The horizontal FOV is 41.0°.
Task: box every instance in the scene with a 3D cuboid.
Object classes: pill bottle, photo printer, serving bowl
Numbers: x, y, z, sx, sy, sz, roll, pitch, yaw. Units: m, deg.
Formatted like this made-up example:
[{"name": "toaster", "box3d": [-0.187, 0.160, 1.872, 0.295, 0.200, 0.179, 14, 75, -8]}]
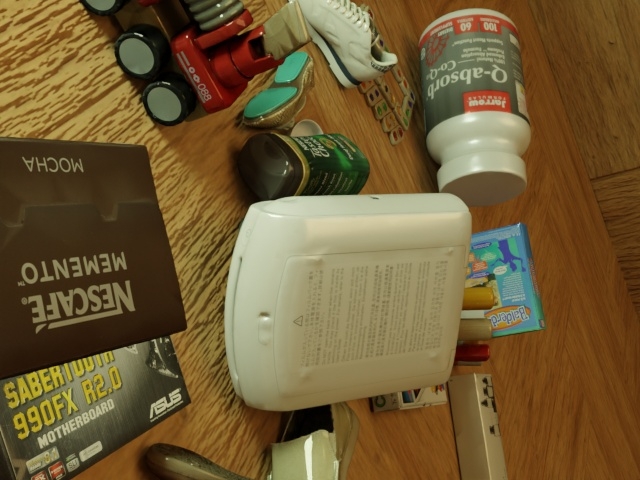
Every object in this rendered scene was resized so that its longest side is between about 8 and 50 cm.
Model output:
[{"name": "pill bottle", "box3d": [0.315, -0.266, 1.740, 0.210, 0.210, 0.363, 30, 52, -53]}, {"name": "photo printer", "box3d": [0.029, 0.071, 1.035, 0.307, 0.107, 0.256, -4, 107, -32]}, {"name": "serving bowl", "box3d": [-0.028, -0.135, 1.251, 0.083, 0.027, 0.083, -6, 97, -51]}]

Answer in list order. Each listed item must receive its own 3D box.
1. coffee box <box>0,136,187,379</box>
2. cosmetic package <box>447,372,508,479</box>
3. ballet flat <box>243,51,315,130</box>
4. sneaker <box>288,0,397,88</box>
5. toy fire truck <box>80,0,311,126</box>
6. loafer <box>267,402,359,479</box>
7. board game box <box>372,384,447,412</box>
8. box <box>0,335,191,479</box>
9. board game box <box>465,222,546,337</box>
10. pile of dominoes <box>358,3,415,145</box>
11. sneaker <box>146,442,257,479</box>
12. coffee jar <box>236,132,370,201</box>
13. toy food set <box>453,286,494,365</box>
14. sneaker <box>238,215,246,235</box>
[{"name": "coffee box", "box3d": [-0.252, 0.035, 0.505, 0.168, 0.297, 0.119, -6, 83, -61]}, {"name": "cosmetic package", "box3d": [0.293, 0.367, 1.575, 0.099, 0.060, 0.239, 15, 65, -57]}, {"name": "ballet flat", "box3d": [-0.049, -0.196, 1.214, 0.206, 0.073, 0.067, -60, 144, -47]}, {"name": "sneaker", "box3d": [0.033, -0.359, 1.399, 0.235, 0.095, 0.090, 47, 44, -32]}, {"name": "toy fire truck", "box3d": [-0.116, -0.252, 0.928, 0.217, 0.246, 0.158, 62, 31, -24]}, {"name": "loafer", "box3d": [-0.020, 0.280, 1.026, 0.092, 0.102, 0.268, 59, 24, -26]}, {"name": "board game box", "box3d": [0.128, 0.120, 1.397, 0.193, 0.053, 0.305, 14, 66, -59]}, {"name": "box", "box3d": [-0.226, 0.106, 0.771, 0.231, 0.056, 0.183, -23, 98, -61]}, {"name": "board game box", "box3d": [0.345, 0.085, 1.690, 0.047, 0.160, 0.210, 10, 70, -60]}, {"name": "pile of dominoes", "box3d": [0.124, -0.310, 1.599, 0.251, 0.040, 0.196, 54, 35, -34]}, {"name": "sneaker", "box3d": [-0.111, 0.274, 0.892, 0.188, 0.066, 0.071, 33, 82, -31]}, {"name": "coffee jar", "box3d": [-0.022, -0.099, 1.160, 0.184, 0.079, 0.096, -9, 48, -50]}, {"name": "toy food set", "box3d": [0.248, 0.166, 1.554, 0.232, 0.104, 0.111, 85, 5, -68]}, {"name": "sneaker", "box3d": [0.000, 0.000, 1.173, 0.267, 0.106, 0.101, -3, 78, -62]}]
